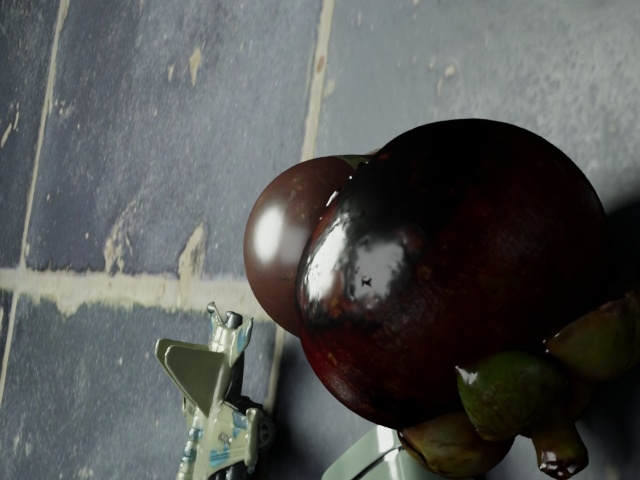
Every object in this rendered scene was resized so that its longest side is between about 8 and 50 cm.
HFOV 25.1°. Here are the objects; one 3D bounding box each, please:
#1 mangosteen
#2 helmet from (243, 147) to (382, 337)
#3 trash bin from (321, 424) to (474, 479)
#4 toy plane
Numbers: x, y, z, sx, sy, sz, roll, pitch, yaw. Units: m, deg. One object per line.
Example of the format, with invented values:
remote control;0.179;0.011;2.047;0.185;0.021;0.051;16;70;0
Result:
mangosteen;0.081;0.036;0.755;0.200;0.200;0.200;-32;53;56
helmet;0.000;0.000;0.979;0.175;0.106;0.155;-121;48;-59
trash bin;0.050;0.184;0.861;0.116;0.059;0.130;-50;40;48
toy plane;-0.084;0.182;1.113;0.192;0.088;0.262;-163;74;-69
